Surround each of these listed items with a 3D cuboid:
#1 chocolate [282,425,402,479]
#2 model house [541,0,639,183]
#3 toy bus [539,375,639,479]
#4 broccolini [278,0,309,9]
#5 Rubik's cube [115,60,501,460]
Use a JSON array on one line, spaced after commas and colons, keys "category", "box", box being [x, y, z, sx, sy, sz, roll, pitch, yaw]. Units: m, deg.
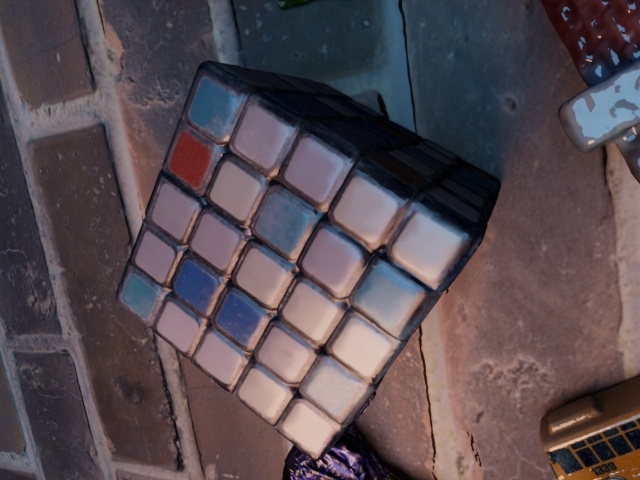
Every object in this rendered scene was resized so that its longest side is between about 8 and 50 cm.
[{"category": "chocolate", "box": [0.114, 0.389, 0.707, 0.344, 0.126, 0.148, 27, 152, 14]}, {"category": "model house", "box": [0.302, -0.250, 0.341, 0.339, 0.297, 0.359, -28, 84, 30]}, {"category": "toy bus", "box": [0.353, 0.229, 0.563, 0.182, 0.091, 0.103, -37, 84, 26]}, {"category": "broccolini", "box": [0.005, -0.326, 0.619, 0.140, 0.030, 0.035, 2, 96, 29]}, {"category": "Rubik's cube", "box": [0.000, 0.000, 0.555, 0.293, 0.287, 0.291, 32, 113, 14]}]
